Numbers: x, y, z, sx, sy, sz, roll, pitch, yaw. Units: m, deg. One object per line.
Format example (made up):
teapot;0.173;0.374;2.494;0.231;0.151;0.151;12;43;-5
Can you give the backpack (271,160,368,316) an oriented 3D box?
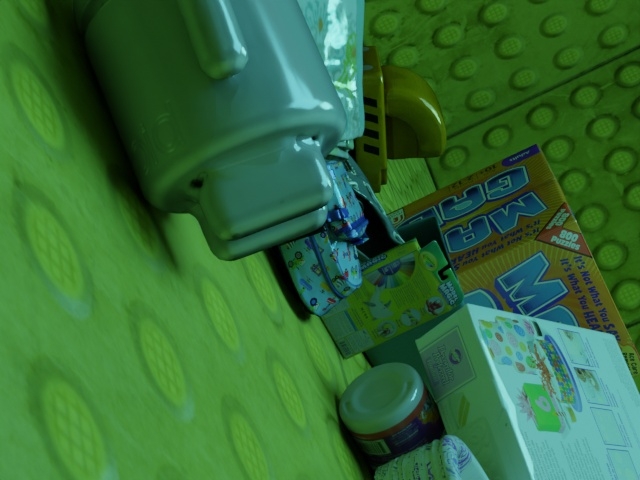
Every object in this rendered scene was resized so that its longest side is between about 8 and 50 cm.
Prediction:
backpack;0.000;0.000;1.667;0.158;0.116;0.173;-7;75;-79

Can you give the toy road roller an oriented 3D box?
toy road roller;0.064;-0.231;2.028;0.202;0.240;0.330;-94;-179;-66

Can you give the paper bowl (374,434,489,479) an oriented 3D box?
paper bowl;0.129;0.352;1.369;0.284;0.148;0.284;61;11;-20

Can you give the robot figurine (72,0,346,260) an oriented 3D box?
robot figurine;-0.105;-0.164;1.249;0.300;0.199;0.354;113;-44;-71

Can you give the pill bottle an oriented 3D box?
pill bottle;0.109;0.250;1.638;0.193;0.108;0.108;60;11;-30

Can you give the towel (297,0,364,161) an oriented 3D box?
towel;-0.046;-0.282;1.628;0.320;0.090;0.375;-6;94;-62

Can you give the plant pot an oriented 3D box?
plant pot;0.140;0.123;2.006;0.165;0.165;0.234;-103;171;-53

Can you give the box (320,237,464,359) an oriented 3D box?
box;0.088;0.071;1.763;0.105;0.179;0.043;61;10;-24

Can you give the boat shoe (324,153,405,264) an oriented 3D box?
boat shoe;0.041;-0.050;1.862;0.319;0.116;0.099;59;-22;16

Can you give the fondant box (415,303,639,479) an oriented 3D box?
fondant box;0.286;0.222;1.676;0.330;0.096;0.238;15;48;-45

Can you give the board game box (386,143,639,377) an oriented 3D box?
board game box;0.352;0.099;2.579;0.356;0.356;0.356;60;11;-24
